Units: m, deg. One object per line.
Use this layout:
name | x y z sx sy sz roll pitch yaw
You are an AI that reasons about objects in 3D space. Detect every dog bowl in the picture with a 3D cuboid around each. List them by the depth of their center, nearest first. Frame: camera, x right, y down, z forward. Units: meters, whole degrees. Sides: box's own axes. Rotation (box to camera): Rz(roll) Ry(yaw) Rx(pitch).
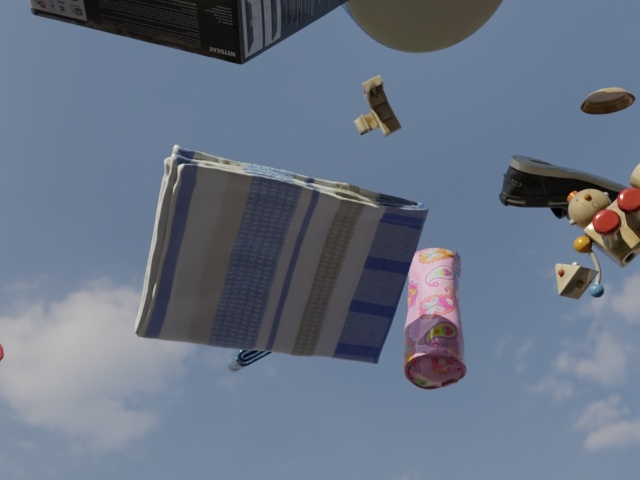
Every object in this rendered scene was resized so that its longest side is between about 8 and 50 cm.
dog bowl | 0.143 -0.411 1.000 0.265 0.104 0.264 -6 -56 -8

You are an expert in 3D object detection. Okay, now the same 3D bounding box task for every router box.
router box | -0.151 -0.313 0.819 0.309 0.243 0.081 20 -49 24

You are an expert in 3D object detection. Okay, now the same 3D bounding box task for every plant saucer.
plant saucer | 0.462 -0.227 1.121 0.084 0.015 0.083 -1 -15 0

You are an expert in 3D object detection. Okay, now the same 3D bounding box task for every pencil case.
pencil case | 0.222 0.144 1.348 0.124 0.284 0.124 5 -45 5

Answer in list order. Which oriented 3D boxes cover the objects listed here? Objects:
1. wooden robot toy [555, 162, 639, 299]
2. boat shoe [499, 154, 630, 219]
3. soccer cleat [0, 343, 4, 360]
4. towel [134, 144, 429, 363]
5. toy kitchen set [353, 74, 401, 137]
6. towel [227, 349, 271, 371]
wooden robot toy | 0.243 -0.029 0.583 0.173 0.079 0.076 -42 -44 1
boat shoe | 0.383 -0.071 1.061 0.233 0.084 0.079 9 -73 -16
soccer cleat | -0.484 0.171 0.825 0.095 0.248 0.083 -36 -95 11
towel | -0.039 0.029 0.728 0.285 0.034 0.209 11 -71 -18
toy kitchen set | 0.090 -0.221 1.189 0.068 0.075 0.083 -27 -99 1
towel | -0.103 0.166 1.024 0.067 0.119 0.029 -27 -96 -19
